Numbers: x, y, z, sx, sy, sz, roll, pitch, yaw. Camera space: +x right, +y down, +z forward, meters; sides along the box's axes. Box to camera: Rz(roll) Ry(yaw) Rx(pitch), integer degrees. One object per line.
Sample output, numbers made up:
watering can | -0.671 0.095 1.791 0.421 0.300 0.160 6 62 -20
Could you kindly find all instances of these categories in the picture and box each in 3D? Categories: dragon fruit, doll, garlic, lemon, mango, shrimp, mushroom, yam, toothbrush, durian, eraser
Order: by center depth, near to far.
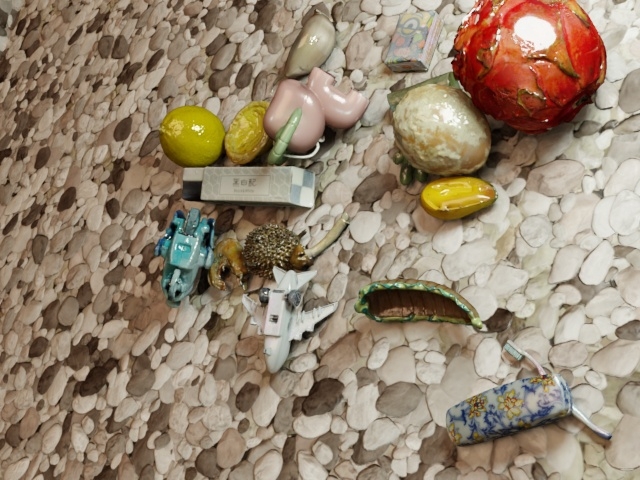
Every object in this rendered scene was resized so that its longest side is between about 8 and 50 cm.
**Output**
toothbrush | 0.428 0.270 1.494 0.027 0.021 0.269 -58 45 16
dragon fruit | 0.418 -0.368 1.656 0.296 0.296 0.301 -42 73 13
mango | 0.295 -0.093 1.764 0.188 0.066 0.101 -6 56 31
doll | 0.213 -0.203 1.885 0.115 0.077 0.150 -15 68 30
yam | 0.245 -0.343 1.933 0.169 0.068 0.068 -14 59 31
mushroom | 0.000 0.000 1.954 0.187 0.060 0.061 -42 49 9
durian | -0.121 0.011 2.013 0.189 0.091 0.148 -24 57 11
doll | -0.034 -0.290 2.033 0.216 0.284 0.268 32 97 1
shrimp | -0.236 0.072 2.114 0.132 0.052 0.187 -57 38 16
eraser | -0.195 -0.141 2.144 0.404 0.098 0.096 5 87 39
garlic | -0.050 -0.507 2.241 0.128 0.148 0.266 40 91 7
lemon | -0.364 -0.291 2.300 0.178 0.203 0.178 -13 73 50

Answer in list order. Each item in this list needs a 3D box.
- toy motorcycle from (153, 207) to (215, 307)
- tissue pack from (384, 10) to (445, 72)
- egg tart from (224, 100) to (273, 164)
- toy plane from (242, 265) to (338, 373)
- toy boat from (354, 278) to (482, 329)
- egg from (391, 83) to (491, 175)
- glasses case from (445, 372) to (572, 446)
toy motorcycle | -0.358 0.048 2.136 0.206 0.154 0.260 123 161 -69
tissue pack | 0.232 -0.493 2.026 0.109 0.060 0.148 6 70 41
egg tart | -0.183 -0.289 2.238 0.191 0.074 0.191 -18 58 31
toy plane | -0.092 0.180 1.899 0.251 0.101 0.255 4 69 27
toy boat | 0.213 0.132 1.686 0.293 0.108 0.099 4 38 34
egg | 0.264 -0.237 1.774 0.233 0.195 0.195 33 90 13
glasses case | 0.342 0.313 1.504 0.248 0.065 0.086 -27 60 34
